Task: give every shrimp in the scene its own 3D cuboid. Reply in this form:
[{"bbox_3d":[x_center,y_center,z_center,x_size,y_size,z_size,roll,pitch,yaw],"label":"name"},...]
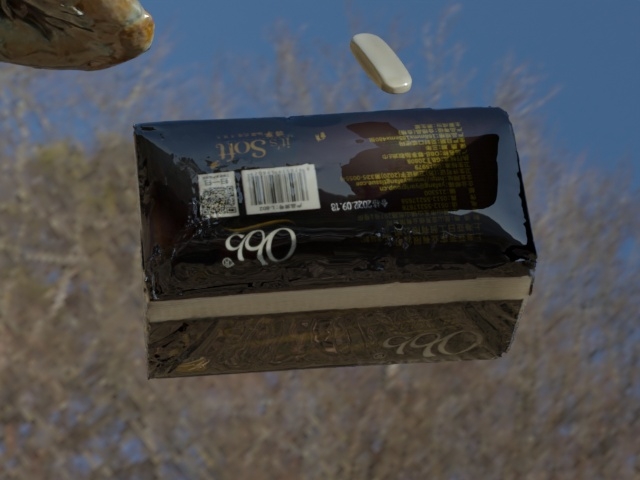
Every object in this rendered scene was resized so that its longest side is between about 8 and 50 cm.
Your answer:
[{"bbox_3d":[-0.284,-0.205,1.479,0.317,0.062,0.164,14,-26,-18],"label":"shrimp"}]

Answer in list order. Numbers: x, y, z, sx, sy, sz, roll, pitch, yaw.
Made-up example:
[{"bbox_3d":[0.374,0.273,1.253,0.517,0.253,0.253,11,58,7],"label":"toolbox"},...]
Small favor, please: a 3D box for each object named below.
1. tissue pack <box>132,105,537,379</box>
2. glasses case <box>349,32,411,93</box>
[{"bbox_3d":[0.000,0.000,1.723,0.198,0.370,0.210,100,-14,-64],"label":"tissue pack"},{"bbox_3d":[0.055,-0.164,1.682,0.083,0.032,0.021,56,-36,38],"label":"glasses case"}]
